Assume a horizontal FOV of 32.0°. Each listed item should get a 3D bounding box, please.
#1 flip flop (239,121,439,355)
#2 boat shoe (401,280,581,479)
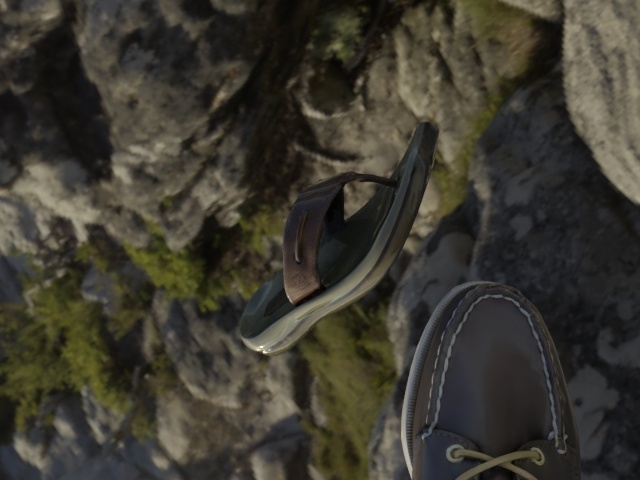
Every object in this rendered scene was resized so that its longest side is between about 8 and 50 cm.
[{"bbox_3d":[0.000,0.000,0.898,0.080,0.112,0.277,35,135,-14],"label":"flip flop"},{"bbox_3d":[0.105,0.177,0.685,0.117,0.096,0.324,5,76,2],"label":"boat shoe"}]
